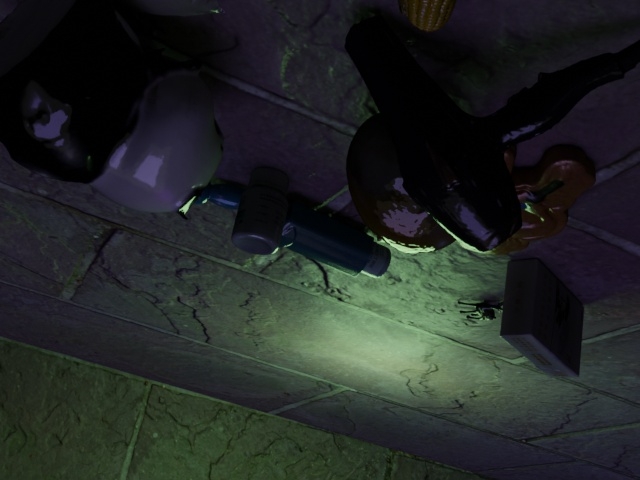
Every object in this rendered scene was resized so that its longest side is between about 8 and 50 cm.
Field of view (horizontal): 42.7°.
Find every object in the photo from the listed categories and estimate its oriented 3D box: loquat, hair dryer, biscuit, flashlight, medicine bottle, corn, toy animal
[{"bbox_3d":[0.122,-0.083,1.116,0.179,0.179,0.227,1,140,23],"label":"loquat"},{"bbox_3d":[0.227,-0.183,0.921,0.359,0.304,0.120,-30,178,19],"label":"hair dryer"},{"bbox_3d":[0.287,-0.054,1.265,0.201,0.047,0.334,11,157,2],"label":"biscuit"},{"bbox_3d":[-0.168,-0.078,1.419,0.129,0.051,0.051,12,156,-8],"label":"flashlight"},{"bbox_3d":[-0.095,-0.049,1.346,0.080,0.130,0.080,9,156,4],"label":"medicine bottle"},{"bbox_3d":[0.109,-0.286,0.809,0.071,0.072,0.203,8,157,8],"label":"corn"},{"bbox_3d":[0.000,0.000,1.474,0.258,0.079,0.124,22,151,-24],"label":"medicine bottle"},{"bbox_3d":[-0.265,-0.162,1.046,0.250,0.251,0.310,-9,142,39],"label":"toy animal"}]

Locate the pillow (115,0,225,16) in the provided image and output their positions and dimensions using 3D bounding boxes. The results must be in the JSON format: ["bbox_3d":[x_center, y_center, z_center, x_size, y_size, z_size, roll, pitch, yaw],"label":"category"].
[{"bbox_3d":[-0.204,-0.324,0.896,0.148,0.050,0.230,12,157,17],"label":"pillow"}]

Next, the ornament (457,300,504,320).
[{"bbox_3d":[0.352,0.146,1.697,0.125,0.028,0.073,-6,150,39],"label":"ornament"}]

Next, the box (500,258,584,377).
[{"bbox_3d":[0.417,0.149,1.525,0.067,0.150,0.233,-4,151,39],"label":"box"}]
